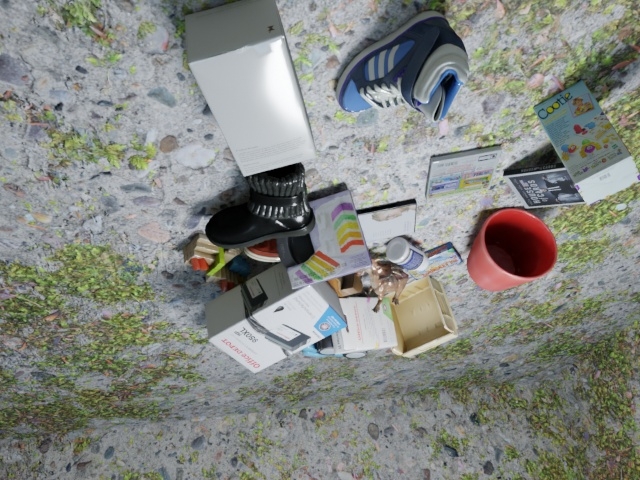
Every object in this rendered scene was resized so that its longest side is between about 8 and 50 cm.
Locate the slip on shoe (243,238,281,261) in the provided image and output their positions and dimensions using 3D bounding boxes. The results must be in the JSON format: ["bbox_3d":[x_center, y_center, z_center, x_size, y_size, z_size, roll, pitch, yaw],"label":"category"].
[{"bbox_3d":[-0.084,-0.006,1.775,0.331,0.123,0.101,-7,126,-7],"label":"slip on shoe"}]

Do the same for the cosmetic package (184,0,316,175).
[{"bbox_3d":[-0.140,-0.324,1.207,0.197,0.155,0.365,-13,147,2],"label":"cosmetic package"}]

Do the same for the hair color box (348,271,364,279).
[{"bbox_3d":[0.124,0.119,2.082,0.072,0.043,0.141,-3,146,-12],"label":"hair color box"}]

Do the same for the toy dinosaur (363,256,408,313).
[{"bbox_3d":[0.267,0.149,2.077,0.295,0.127,0.200,-5,131,-48],"label":"toy dinosaur"}]

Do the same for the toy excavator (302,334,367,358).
[{"bbox_3d":[-0.079,0.409,2.347,0.433,0.222,0.445,18,146,-36],"label":"toy excavator"}]

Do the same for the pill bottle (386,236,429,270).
[{"bbox_3d":[0.322,0.057,1.999,0.094,0.094,0.169,-32,142,30],"label":"pill bottle"}]

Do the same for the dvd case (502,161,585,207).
[{"bbox_3d":[0.712,-0.169,1.692,0.238,0.029,0.179,-4,144,46],"label":"dvd case"}]

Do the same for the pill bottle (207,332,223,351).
[{"bbox_3d":[-0.291,0.310,2.137,0.169,0.169,0.301,21,136,-40],"label":"pill bottle"}]

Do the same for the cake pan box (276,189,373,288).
[{"bbox_3d":[0.000,0.000,1.671,0.267,0.246,0.070,-16,171,9],"label":"cake pan box"}]

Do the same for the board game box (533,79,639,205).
[{"bbox_3d":[0.703,-0.259,1.453,0.144,0.275,0.142,-30,144,26],"label":"board game box"}]

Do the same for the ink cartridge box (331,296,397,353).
[{"bbox_3d":[0.145,0.334,2.160,0.119,0.207,0.353,-20,161,37],"label":"ink cartridge box"}]

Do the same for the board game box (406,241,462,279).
[{"bbox_3d":[0.435,0.082,2.128,0.201,0.035,0.136,-25,145,20],"label":"board game box"}]

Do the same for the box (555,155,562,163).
[{"bbox_3d":[0.795,-0.234,1.684,0.101,0.102,0.087,-12,151,3],"label":"box"}]

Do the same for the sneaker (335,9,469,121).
[{"bbox_3d":[0.177,-0.333,1.213,0.323,0.236,0.130,-33,141,31],"label":"sneaker"}]

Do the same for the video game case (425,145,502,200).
[{"bbox_3d":[0.436,-0.205,1.692,0.212,0.023,0.193,-11,148,-2],"label":"video game case"}]

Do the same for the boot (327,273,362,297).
[{"bbox_3d":[-0.002,0.121,2.015,0.220,0.109,0.283,-12,143,34],"label":"boot"}]

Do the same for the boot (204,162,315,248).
[{"bbox_3d":[-0.193,-0.112,1.543,0.348,0.131,0.260,-11,145,6],"label":"boot"}]

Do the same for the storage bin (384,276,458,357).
[{"bbox_3d":[0.403,0.318,2.282,0.262,0.260,0.123,-31,146,29],"label":"storage bin"}]

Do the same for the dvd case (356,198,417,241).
[{"bbox_3d":[0.198,-0.057,1.850,0.253,0.022,0.180,-11,148,0],"label":"dvd case"}]

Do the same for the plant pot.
[{"bbox_3d":[0.663,0.056,1.971,0.275,0.275,0.243,-4,156,-11],"label":"plant pot"}]

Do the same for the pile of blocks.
[{"bbox_3d":[-0.320,0.107,1.864,0.149,0.113,0.362,-21,147,16],"label":"pile of blocks"}]

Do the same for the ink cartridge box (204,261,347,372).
[{"bbox_3d":[-0.153,0.257,1.882,0.395,0.166,0.285,-29,133,11],"label":"ink cartridge box"}]
